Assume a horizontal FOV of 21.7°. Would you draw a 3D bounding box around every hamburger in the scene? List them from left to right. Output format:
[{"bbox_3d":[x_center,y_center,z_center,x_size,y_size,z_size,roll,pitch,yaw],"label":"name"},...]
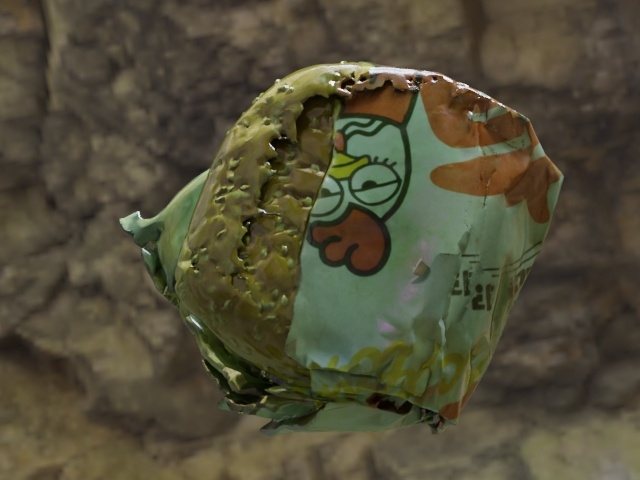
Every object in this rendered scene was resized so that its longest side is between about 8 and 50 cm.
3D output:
[{"bbox_3d":[-0.003,0.000,0.906,0.214,0.235,0.125,-57,159,-26],"label":"hamburger"}]
